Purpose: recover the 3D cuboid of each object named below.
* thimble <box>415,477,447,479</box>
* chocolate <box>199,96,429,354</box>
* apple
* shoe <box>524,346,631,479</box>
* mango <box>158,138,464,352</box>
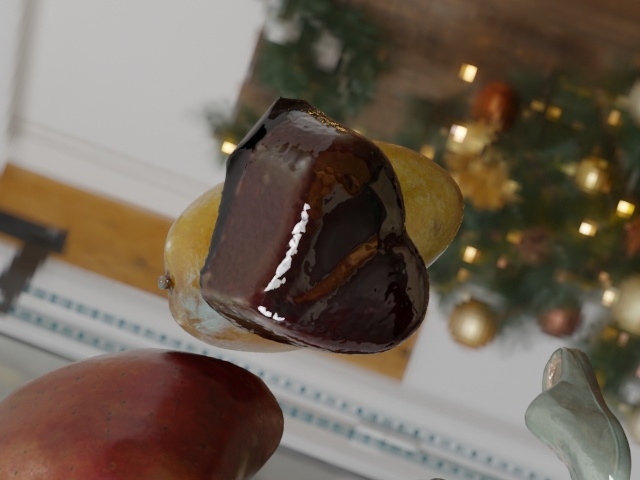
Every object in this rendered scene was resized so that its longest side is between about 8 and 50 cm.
[{"bbox_3d":[0.096,0.350,1.603,0.172,0.205,0.250,59,-152,-29],"label":"thimble"},{"bbox_3d":[0.000,0.000,0.981,0.125,0.080,0.148,-25,-71,-32],"label":"chocolate"},{"bbox_3d":[-0.219,0.275,1.915,0.329,0.365,0.295,-33,-65,-48],"label":"apple"},{"bbox_3d":[0.215,0.166,1.576,0.195,0.078,0.079,-98,18,-54],"label":"shoe"},{"bbox_3d":[-0.001,0.002,2.039,0.199,0.384,0.221,-10,96,70],"label":"mango"}]
